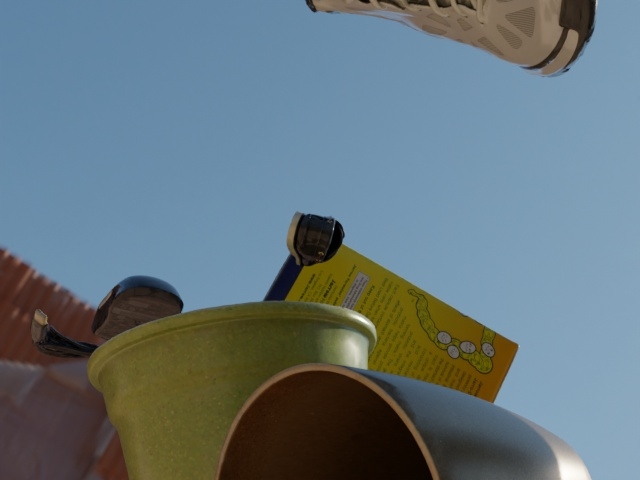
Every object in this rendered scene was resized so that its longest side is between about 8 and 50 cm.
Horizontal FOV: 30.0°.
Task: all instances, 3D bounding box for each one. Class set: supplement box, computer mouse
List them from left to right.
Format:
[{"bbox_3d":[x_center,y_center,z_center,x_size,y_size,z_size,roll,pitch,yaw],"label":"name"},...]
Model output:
[{"bbox_3d":[-0.296,0.098,1.635,0.184,0.060,0.262,12,-32,-16],"label":"computer mouse"},{"bbox_3d":[0.073,0.168,1.753,0.357,0.195,0.194,30,-24,-2],"label":"supplement box"}]

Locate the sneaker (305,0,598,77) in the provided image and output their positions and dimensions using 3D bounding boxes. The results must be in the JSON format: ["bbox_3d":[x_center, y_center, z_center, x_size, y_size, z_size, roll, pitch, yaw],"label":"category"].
[{"bbox_3d":[0.115,-0.270,1.295,0.258,0.169,0.447,1,11,-12],"label":"sneaker"}]

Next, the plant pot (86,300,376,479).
[{"bbox_3d":[-0.065,0.221,1.090,0.276,0.253,0.276,-8,-23,-3],"label":"plant pot"}]

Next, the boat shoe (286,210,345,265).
[{"bbox_3d":[0.000,0.002,1.097,0.042,0.049,0.133,14,-5,8],"label":"boat shoe"}]

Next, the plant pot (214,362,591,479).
[{"bbox_3d":[0.087,0.208,0.904,0.254,0.237,0.237,4,-7,-45],"label":"plant pot"}]
